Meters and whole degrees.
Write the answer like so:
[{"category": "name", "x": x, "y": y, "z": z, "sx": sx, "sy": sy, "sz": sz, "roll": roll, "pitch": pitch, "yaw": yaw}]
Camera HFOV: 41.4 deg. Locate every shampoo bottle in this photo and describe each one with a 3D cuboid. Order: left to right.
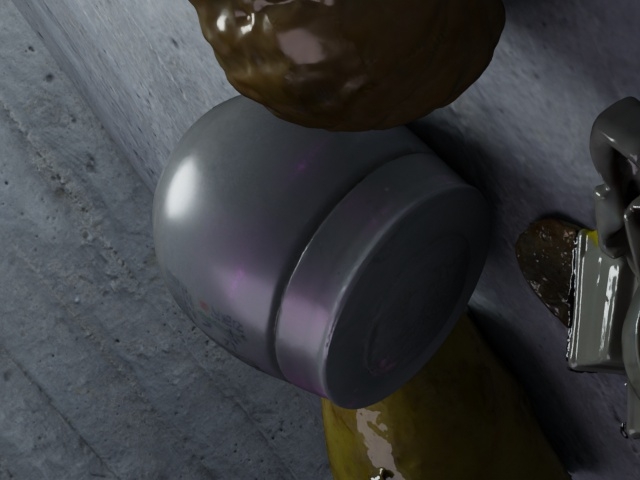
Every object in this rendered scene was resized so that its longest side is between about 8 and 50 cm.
[{"category": "shampoo bottle", "x": 0.000, "y": 0.000, "z": 0.806, "sx": 0.266, "sy": 0.273, "sz": 0.273, "roll": 31, "pitch": 157, "yaw": 31}]

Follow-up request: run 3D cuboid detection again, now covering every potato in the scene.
[{"category": "potato", "x": 0.149, "y": 0.198, "z": 1.056, "sx": 0.397, "sy": 0.290, "sz": 0.295, "roll": -5, "pitch": -98, "yaw": -63}]

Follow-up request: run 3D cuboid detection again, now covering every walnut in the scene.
[{"category": "walnut", "x": 0.020, "y": -0.165, "z": 0.526, "sx": 0.213, "sy": 0.213, "sz": 0.213, "roll": 46, "pitch": 165, "yaw": 17}]

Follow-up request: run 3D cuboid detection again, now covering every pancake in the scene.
[{"category": "pancake", "x": 0.225, "y": 0.042, "z": 0.722, "sx": 0.151, "sy": 0.025, "sz": 0.151, "roll": 47, "pitch": 166, "yaw": 16}]

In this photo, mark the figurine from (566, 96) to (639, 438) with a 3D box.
[{"category": "figurine", "x": 0.249, "y": 0.058, "z": 0.467, "sx": 0.309, "sy": 0.143, "sz": 0.308, "roll": 32, "pitch": 173, "yaw": 5}]
